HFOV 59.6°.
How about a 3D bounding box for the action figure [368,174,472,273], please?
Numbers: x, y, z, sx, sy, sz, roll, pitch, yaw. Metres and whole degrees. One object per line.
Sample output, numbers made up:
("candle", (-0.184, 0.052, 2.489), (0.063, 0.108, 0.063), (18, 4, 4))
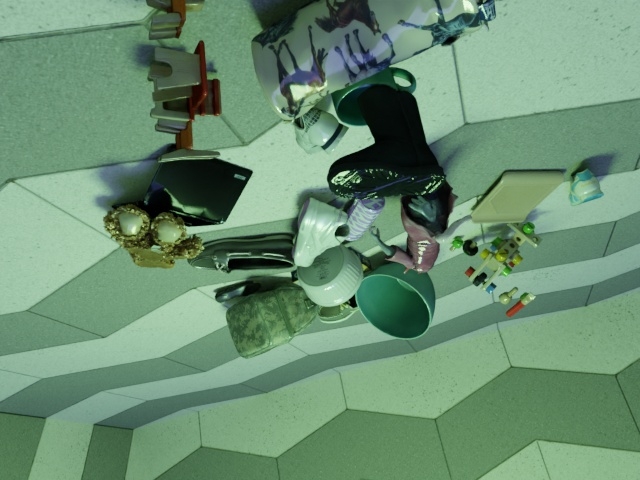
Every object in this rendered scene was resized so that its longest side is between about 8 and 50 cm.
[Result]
("action figure", (0.307, -0.017, 1.577), (0.248, 0.275, 0.370), (-32, 142, -24))

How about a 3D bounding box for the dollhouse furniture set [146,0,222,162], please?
("dollhouse furniture set", (-0.215, -0.264, 0.943), (0.135, 0.262, 0.259), (-4, -174, -19))

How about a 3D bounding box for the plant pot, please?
("plant pot", (0.299, 0.185, 2.039), (0.195, 0.290, 0.290), (-48, -178, -42))

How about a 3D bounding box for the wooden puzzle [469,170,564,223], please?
("wooden puzzle", (0.606, -0.138, 1.750), (0.220, 0.044, 0.239), (-3, 148, -18))

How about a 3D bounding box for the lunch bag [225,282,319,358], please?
("lunch bag", (-0.171, 0.288, 2.056), (0.255, 0.213, 0.305), (-12, 165, -35))

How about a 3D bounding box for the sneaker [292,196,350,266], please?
("sneaker", (0.000, 0.000, 1.628), (0.152, 0.114, 0.305), (14, 149, -1))

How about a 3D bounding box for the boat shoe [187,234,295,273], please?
("boat shoe", (-0.237, 0.055, 1.703), (0.334, 0.096, 0.112), (-9, 154, -7))

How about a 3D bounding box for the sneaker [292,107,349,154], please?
("sneaker", (-0.018, -0.239, 1.171), (0.094, 0.090, 0.235), (32, 177, -17))

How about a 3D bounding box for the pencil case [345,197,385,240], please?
("pencil case", (0.113, -0.074, 1.607), (0.088, 0.087, 0.206), (-7, 154, -21))

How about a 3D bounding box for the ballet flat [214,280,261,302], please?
("ballet flat", (-0.296, 0.175, 1.992), (0.173, 0.049, 0.058), (-17, 126, -1))

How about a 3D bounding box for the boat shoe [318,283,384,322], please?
("boat shoe", (0.120, 0.234, 2.204), (0.304, 0.109, 0.091), (-23, 152, 9))

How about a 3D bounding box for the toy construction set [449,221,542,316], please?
("toy construction set", (0.656, 0.072, 1.918), (0.257, 0.309, 0.237), (-7, 149, -28))

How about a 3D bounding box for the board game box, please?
("board game box", (0.040, 0.109, 1.988), (0.243, 0.042, 0.165), (-24, 151, 22))

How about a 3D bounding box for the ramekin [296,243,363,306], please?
("ramekin", (0.023, 0.095, 1.785), (0.207, 0.207, 0.109), (-20, 144, 16))

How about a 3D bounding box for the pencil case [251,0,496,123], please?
("pencil case", (0.078, -0.351, 0.954), (0.410, 0.160, 0.184), (-22, 120, 18))

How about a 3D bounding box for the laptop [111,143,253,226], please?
("laptop", (-0.347, -0.125, 1.396), (0.234, 0.137, 0.264), (15, 168, -42))

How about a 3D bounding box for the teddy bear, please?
("teddy bear", (-0.424, -0.020, 1.411), (0.244, 0.113, 0.338), (2, 163, 1))

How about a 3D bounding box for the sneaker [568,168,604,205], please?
("sneaker", (0.819, -0.164, 1.739), (0.087, 0.092, 0.228), (-20, 172, 12))

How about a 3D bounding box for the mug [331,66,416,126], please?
("mug", (0.096, -0.307, 1.128), (0.157, 0.098, 0.129), (2, 150, -27))

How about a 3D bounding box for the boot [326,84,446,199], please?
("boot", (0.098, -0.184, 1.021), (0.246, 0.207, 0.094), (-4, 153, -28))
